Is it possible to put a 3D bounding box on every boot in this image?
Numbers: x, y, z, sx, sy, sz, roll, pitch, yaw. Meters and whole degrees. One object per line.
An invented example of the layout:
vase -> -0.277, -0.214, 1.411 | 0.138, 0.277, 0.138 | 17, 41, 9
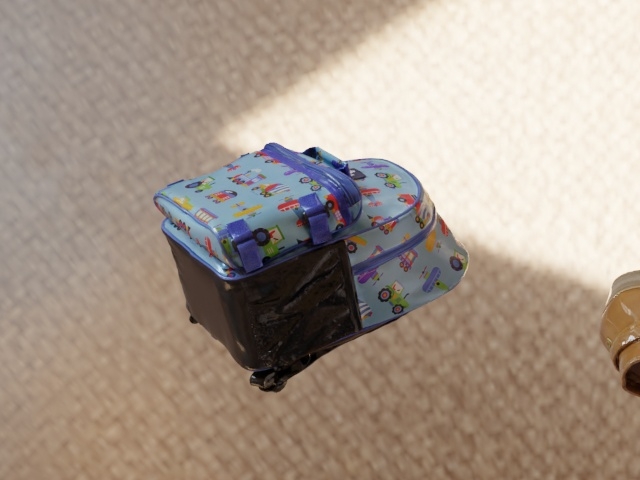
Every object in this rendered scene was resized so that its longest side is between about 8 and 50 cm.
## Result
boot -> 0.285, 0.063, 1.254 | 0.197, 0.152, 0.073 | -8, 108, 9

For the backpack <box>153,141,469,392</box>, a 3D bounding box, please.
backpack -> 0.000, 0.000, 1.210 | 0.173, 0.117, 0.158 | -21, 24, -15
